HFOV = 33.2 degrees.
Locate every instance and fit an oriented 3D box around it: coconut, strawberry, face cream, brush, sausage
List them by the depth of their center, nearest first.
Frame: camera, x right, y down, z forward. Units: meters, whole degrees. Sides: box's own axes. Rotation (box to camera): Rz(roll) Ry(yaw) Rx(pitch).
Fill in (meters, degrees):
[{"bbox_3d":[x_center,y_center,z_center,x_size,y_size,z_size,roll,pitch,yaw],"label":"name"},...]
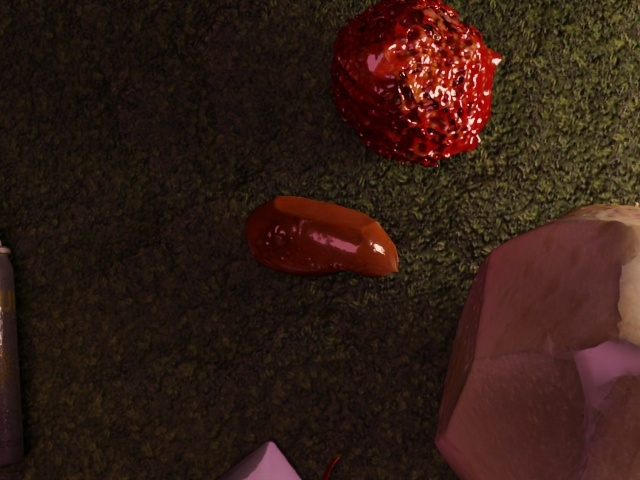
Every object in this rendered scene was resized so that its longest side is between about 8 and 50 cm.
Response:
[{"bbox_3d":[0.275,0.153,1.021,0.353,0.352,0.352,-1,85,9],"label":"coconut"},{"bbox_3d":[0.087,-0.169,1.133,0.184,0.201,0.186,8,100,22],"label":"strawberry"},{"bbox_3d":[0.000,0.000,1.186,0.179,0.089,0.089,9,87,12],"label":"sausage"},{"bbox_3d":[0.006,0.272,1.187,0.021,0.019,0.083,34,72,-4],"label":"brush"},{"bbox_3d":[-0.388,0.121,1.246,0.073,0.073,0.283,-6,84,9],"label":"face cream"}]

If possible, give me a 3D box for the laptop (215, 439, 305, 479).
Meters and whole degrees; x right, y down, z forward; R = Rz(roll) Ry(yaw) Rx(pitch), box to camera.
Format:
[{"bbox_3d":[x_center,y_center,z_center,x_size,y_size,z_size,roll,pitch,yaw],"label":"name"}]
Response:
[{"bbox_3d":[-0.102,0.375,1.205,0.269,0.015,0.187,-39,80,4],"label":"laptop"}]
